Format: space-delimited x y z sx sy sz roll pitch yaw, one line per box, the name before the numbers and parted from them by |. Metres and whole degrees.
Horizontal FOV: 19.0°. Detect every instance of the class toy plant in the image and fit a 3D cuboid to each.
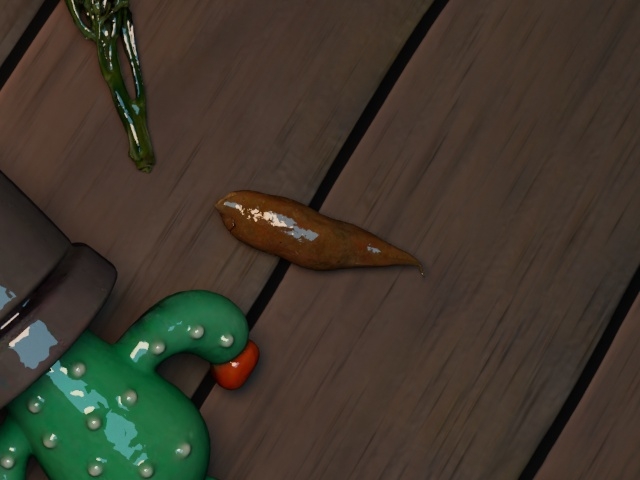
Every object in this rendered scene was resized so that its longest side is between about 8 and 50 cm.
toy plant | -0.211 0.092 1.513 0.400 0.185 0.279 50 57 -12

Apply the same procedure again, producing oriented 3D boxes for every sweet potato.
sweet potato | 0.000 0.000 1.639 0.195 0.056 0.056 17 79 -15

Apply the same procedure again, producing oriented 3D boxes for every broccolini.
broccolini | -0.168 -0.158 1.614 0.074 0.058 0.201 -19 87 -8
